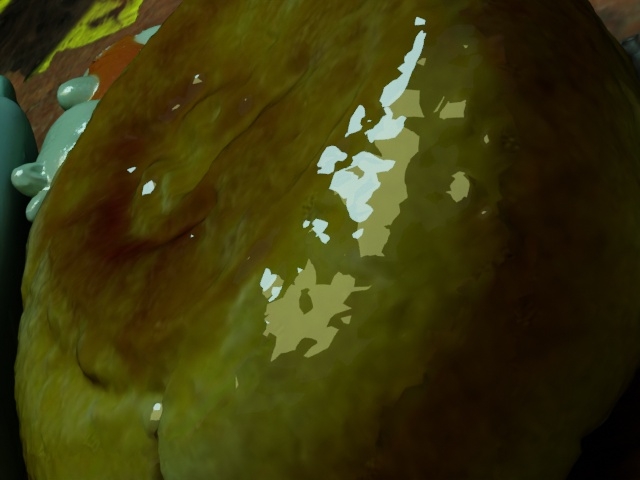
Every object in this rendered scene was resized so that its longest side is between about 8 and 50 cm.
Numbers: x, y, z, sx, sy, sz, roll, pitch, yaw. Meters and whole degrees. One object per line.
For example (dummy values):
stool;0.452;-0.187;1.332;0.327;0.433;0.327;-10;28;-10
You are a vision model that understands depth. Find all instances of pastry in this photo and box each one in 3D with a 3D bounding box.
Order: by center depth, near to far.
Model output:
pastry;0.000;0.000;0.595;0.356;0.164;0.356;-32;41;34

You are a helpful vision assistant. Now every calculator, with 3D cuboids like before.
calculator;-0.191;0.023;0.792;0.041;0.185;0.298;-1;52;-4

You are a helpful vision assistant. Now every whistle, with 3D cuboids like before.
whistle;-0.103;-0.066;0.808;0.106;0.101;0.253;-10;34;25
